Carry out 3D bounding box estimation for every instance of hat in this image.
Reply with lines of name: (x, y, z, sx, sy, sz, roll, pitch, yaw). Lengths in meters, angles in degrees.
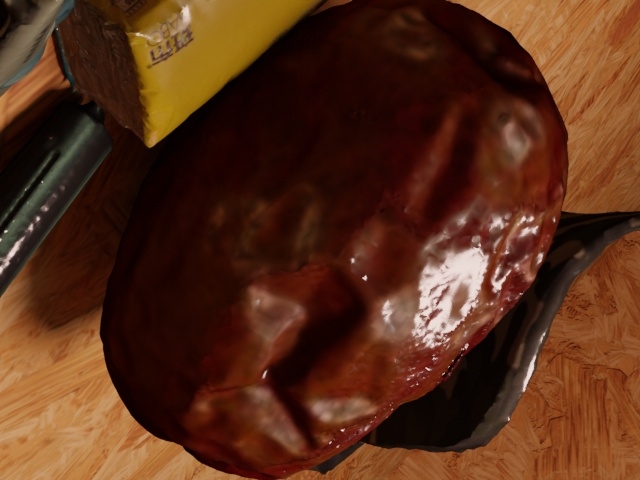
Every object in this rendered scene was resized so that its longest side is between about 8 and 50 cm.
hat: (0.091, 0.024, 1.114, 0.366, 0.257, 0.381, -51, 174, -19)

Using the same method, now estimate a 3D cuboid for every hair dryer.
hair dryer: (-0.217, 0.054, 0.803, 0.302, 0.116, 0.244, -53, 166, -16)

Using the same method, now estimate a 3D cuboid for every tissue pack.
tissue pack: (-0.069, -0.150, 0.756, 0.169, 0.082, 0.120, -42, 159, -22)

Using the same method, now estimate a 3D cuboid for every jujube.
jujube: (0.000, 0.000, 0.916, 0.276, 0.276, 0.377, -27, 156, -51)

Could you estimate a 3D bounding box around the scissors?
scissors: (-0.147, -0.087, 0.571, 0.138, 0.041, 0.289, -44, -169, -17)
